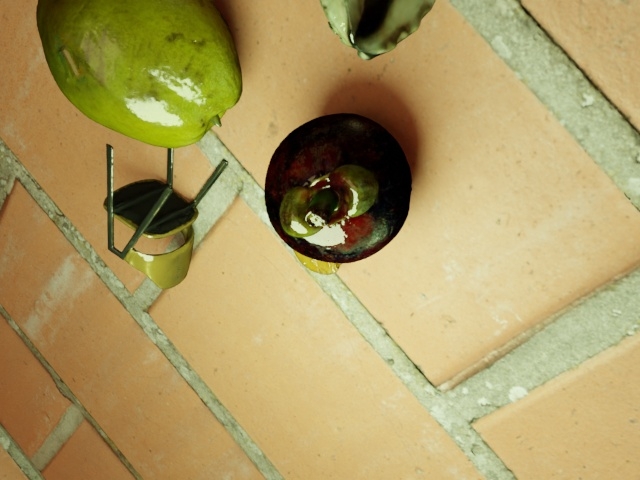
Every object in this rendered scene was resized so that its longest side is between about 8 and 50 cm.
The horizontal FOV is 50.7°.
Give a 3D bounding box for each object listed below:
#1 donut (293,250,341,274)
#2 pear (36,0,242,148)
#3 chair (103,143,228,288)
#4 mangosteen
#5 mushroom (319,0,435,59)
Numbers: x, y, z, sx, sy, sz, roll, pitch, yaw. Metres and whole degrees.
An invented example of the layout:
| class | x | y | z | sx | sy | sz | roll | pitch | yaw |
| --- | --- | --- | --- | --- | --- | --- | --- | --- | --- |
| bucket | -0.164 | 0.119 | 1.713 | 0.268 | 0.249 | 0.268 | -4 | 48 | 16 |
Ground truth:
| class | x | y | z | sx | sy | sz | roll | pitch | yaw |
| --- | --- | --- | --- | --- | --- | --- | --- | --- | --- |
| donut | 0.000 | 0.000 | 1.099 | 0.097 | 0.043 | 0.108 | 25 | 126 | 22 |
| pear | -0.270 | -0.283 | 1.019 | 0.321 | 0.269 | 0.269 | 38 | 130 | -4 |
| chair | -0.287 | -0.053 | 1.198 | 0.172 | 0.158 | 0.247 | 37 | 127 | 12 |
| mangosteen | 0.015 | -0.064 | 0.946 | 0.216 | 0.216 | 0.216 | 16 | 121 | 28 |
| mushroom | 0.057 | -0.381 | 0.737 | 0.130 | 0.247 | 0.344 | 32 | 153 | 28 |
